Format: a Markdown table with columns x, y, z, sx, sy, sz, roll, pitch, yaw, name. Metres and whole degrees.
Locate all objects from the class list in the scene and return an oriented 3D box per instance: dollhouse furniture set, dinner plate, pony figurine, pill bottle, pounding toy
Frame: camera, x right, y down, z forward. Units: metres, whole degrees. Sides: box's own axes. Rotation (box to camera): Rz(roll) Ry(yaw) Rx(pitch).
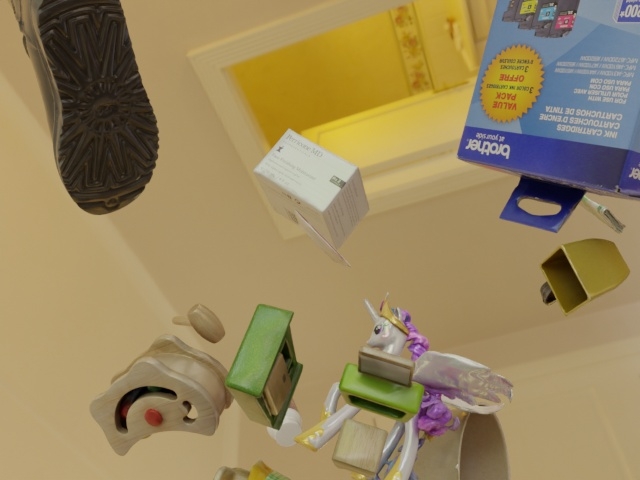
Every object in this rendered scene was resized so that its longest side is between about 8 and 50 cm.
| x | y | z | sx | sy | sz | roll | pitch | yaw | name |
| --- | --- | --- | --- | --- | --- | --- | --- | --- | --- |
| -0.019 | 0.251 | 0.695 | 0.151 | 0.197 | 0.302 | 85 | -157 | -60 | dollhouse furniture set |
| 0.000 | 0.000 | 1.159 | 0.141 | 0.017 | 0.141 | 45 | 180 | 0 | dinner plate |
| 0.173 | 0.313 | 1.336 | 0.363 | 0.351 | 0.303 | -58 | -18 | -20 | pony figurine |
| -0.092 | 0.423 | 1.612 | 0.152 | 0.086 | 0.086 | -135 | 24 | -69 | pill bottle |
| -0.214 | 0.217 | 1.046 | 0.154 | 0.269 | 0.155 | 47 | -153 | -8 | pounding toy |

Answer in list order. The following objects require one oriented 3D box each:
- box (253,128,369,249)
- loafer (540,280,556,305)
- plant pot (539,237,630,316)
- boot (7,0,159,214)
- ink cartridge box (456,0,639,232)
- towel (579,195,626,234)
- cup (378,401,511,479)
| x | y | z | sx | sy | sz | roll | pitch | yaw | name |
| --- | --- | --- | --- | --- | --- | --- | --- | --- | --- |
| -0.014 | -0.101 | 1.368 | 0.181 | 0.119 | 0.182 | 32 | 165 | 23 | box |
| 0.641 | 0.108 | 1.747 | 0.062 | 0.170 | 0.061 | 31 | -145 | -6 | loafer |
| 0.362 | 0.043 | 0.907 | 0.081 | 0.083 | 0.082 | 100 | 150 | -68 | plant pot |
| -0.406 | -0.304 | 1.026 | 0.445 | 0.146 | 0.367 | 46 | 143 | 36 | boot |
| 0.354 | -0.208 | 0.908 | 0.270 | 0.151 | 0.396 | 22 | 103 | 52 | ink cartridge box |
| 0.569 | -0.081 | 1.429 | 0.113 | 0.023 | 0.152 | 33 | -166 | -40 | towel |
| 0.273 | 0.542 | 1.555 | 0.331 | 0.236 | 0.331 | 21 | -116 | -54 | cup |
